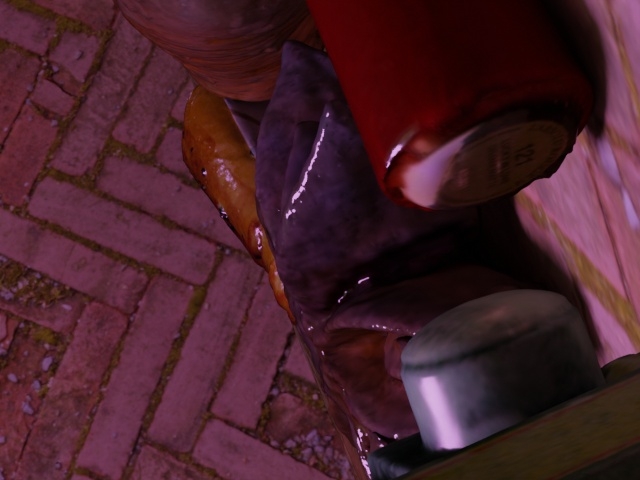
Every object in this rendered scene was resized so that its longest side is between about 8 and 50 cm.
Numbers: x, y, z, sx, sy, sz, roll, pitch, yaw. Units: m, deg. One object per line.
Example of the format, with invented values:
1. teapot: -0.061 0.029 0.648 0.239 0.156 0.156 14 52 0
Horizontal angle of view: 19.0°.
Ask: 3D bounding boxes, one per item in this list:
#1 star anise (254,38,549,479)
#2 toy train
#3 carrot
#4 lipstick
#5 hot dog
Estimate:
1. star anise: 0.040 0.027 0.906 0.315 0.108 0.315 161 90 -88
2. toy train: 0.096 0.147 0.531 0.271 0.159 0.188 69 166 -6
3. carrot: -0.055 -0.151 1.026 0.302 0.139 0.138 97 152 -80
4. lipstick: 0.015 -0.125 0.666 0.080 0.080 0.241 79 169 -65
5. hot dog: 0.000 0.000 1.187 0.162 0.082 0.270 27 -151 -49
